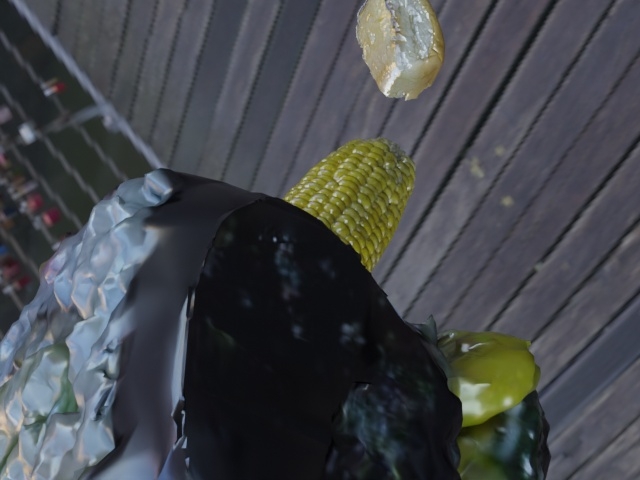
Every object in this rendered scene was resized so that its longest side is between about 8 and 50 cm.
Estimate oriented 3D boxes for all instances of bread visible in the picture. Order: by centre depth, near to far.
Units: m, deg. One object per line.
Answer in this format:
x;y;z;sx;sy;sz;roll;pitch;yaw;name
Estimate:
0.099;-0.237;1.492;0.106;0.082;0.125;137;119;-63;bread

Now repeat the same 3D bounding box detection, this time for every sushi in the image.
-0.018;0.152;0.570;0.285;0.328;0.329;19;134;-18;sushi

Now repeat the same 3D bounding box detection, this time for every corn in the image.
0.000;0.000;1.317;0.130;0.347;0.130;16;132;19;corn
